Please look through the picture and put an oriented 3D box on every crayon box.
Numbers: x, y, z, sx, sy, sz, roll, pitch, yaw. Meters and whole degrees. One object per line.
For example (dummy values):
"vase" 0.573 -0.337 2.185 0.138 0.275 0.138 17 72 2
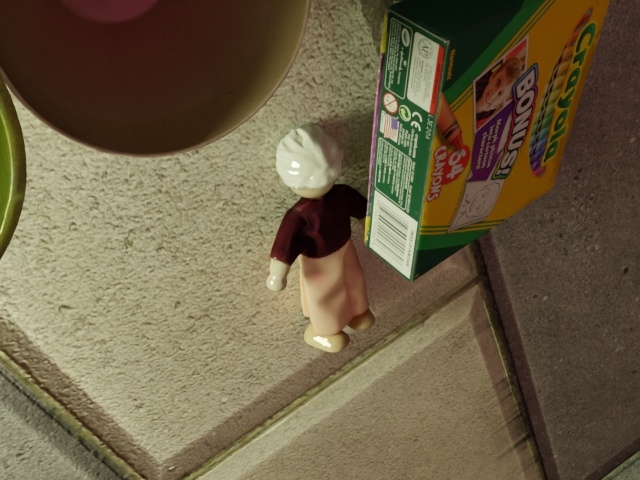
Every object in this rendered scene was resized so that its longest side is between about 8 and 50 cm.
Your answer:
"crayon box" 0.213 -0.164 0.962 0.313 0.106 0.362 -30 142 -28

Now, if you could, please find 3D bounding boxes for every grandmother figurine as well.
"grandmother figurine" 0.000 0.000 1.034 0.208 0.104 0.342 -42 136 -39

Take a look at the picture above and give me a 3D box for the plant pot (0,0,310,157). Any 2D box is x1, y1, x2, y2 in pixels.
"plant pot" -0.176 -0.246 0.690 0.284 0.191 0.284 -15 127 -21

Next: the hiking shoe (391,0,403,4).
"hiking shoe" 0.128 -0.285 0.918 0.227 0.086 0.114 14 109 -38

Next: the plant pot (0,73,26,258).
"plant pot" -0.411 -0.145 0.482 0.367 0.353 0.366 -17 141 -15
